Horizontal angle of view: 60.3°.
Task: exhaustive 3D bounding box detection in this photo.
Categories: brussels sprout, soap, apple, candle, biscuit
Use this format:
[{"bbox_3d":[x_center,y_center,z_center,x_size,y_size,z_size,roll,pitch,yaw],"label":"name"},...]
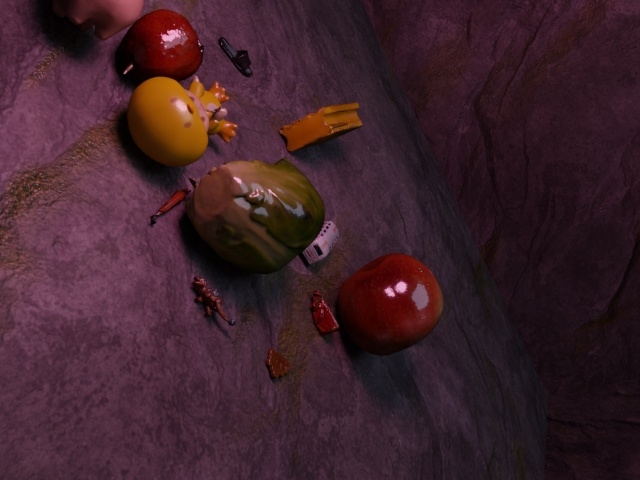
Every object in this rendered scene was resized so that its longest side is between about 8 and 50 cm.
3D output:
[{"bbox_3d":[-0.153,-0.076,1.419,0.371,0.276,0.314,-8,74,-60],"label":"brussels sprout"},{"bbox_3d":[0.012,-0.415,2.008,0.324,0.204,0.096,-33,102,-60],"label":"soap"},{"bbox_3d":[0.224,0.201,1.793,0.277,0.348,0.348,60,29,0],"label":"apple"},{"bbox_3d":[-0.367,-0.086,1.332,0.026,0.021,0.167,35,36,-3],"label":"candle"},{"bbox_3d":[-0.112,0.329,1.465,0.092,0.016,0.082,24,45,-52],"label":"biscuit"}]

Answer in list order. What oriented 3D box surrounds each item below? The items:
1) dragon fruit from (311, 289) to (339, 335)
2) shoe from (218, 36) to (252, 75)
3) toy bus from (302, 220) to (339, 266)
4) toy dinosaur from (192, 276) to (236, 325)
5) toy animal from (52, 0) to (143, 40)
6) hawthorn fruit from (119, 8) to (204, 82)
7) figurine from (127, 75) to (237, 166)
[{"bbox_3d":[-0.002,0.223,1.702,0.131,0.063,0.097,63,-6,-15],"label":"dragon fruit"},{"bbox_3d":[-0.271,-0.619,1.837,0.159,0.053,0.062,44,33,-30],"label":"shoe"},{"bbox_3d":[0.000,0.000,1.809,0.087,0.089,0.194,59,29,-14],"label":"toy bus"},{"bbox_3d":[-0.257,0.149,1.320,0.154,0.049,0.055,53,28,-14],"label":"toy dinosaur"},{"bbox_3d":[-0.509,-0.609,1.242,0.326,0.269,0.237,36,4,32],"label":"toy animal"},{"bbox_3d":[-0.416,-0.475,1.390,0.251,0.189,0.189,-44,109,-39],"label":"hawthorn fruit"},{"bbox_3d":[-0.331,-0.303,1.384,0.215,0.187,0.344,59,25,-4],"label":"figurine"}]
